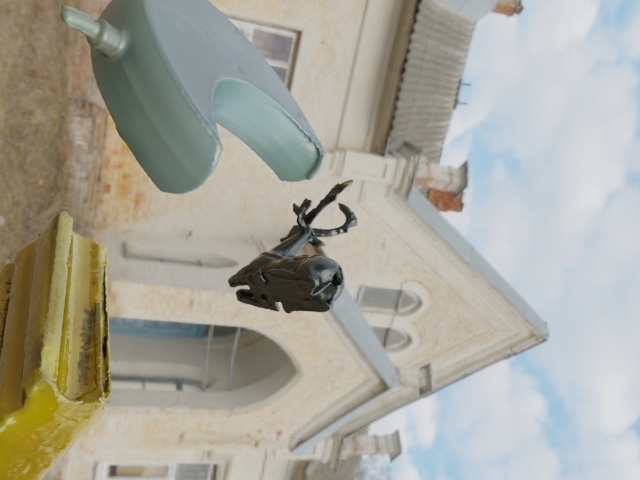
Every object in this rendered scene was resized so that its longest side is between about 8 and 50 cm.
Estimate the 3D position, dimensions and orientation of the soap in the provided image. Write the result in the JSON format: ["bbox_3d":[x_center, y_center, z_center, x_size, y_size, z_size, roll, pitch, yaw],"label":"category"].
[{"bbox_3d":[-0.348,0.130,0.795,0.204,0.096,0.324,-44,-144,14],"label":"soap"}]

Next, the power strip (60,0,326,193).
[{"bbox_3d":[-0.085,-0.109,0.466,0.054,0.253,0.167,-34,-97,19],"label":"power strip"}]

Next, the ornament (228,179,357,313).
[{"bbox_3d":[0.000,0.000,0.945,0.202,0.236,0.080,-2,-55,44],"label":"ornament"}]
